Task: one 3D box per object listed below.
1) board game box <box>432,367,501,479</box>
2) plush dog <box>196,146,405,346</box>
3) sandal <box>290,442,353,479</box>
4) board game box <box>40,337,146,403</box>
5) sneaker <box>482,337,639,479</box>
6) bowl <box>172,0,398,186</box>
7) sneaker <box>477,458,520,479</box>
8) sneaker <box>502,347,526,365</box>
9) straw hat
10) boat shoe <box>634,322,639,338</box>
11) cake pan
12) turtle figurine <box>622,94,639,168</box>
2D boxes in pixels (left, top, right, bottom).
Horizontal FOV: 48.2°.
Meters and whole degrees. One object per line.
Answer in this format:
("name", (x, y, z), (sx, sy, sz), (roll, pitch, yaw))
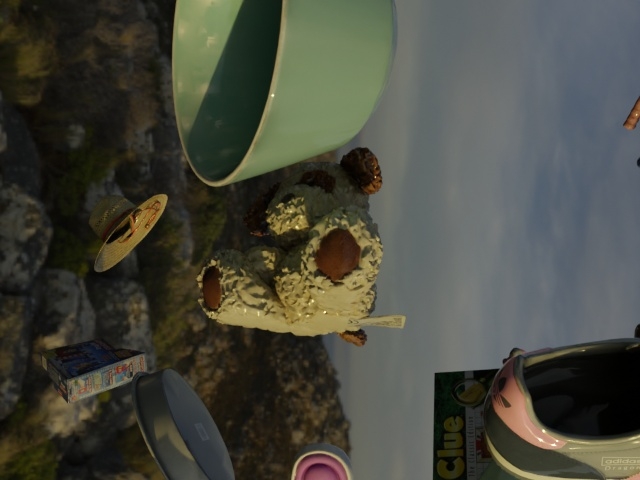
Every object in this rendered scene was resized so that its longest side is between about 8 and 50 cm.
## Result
("board game box", (0.228, 0.296, 1.019), (0.260, 0.136, 0.030), (-80, 155, -46))
("plush dog", (0.000, 0.000, 0.899), (0.210, 0.262, 0.225), (31, 52, -43))
("sandal", (-0.002, 0.605, 1.409), (0.102, 0.169, 0.416), (-55, 138, -76))
("board game box", (-0.503, 0.283, 1.608), (0.194, 0.194, 0.060), (18, -69, 51))
("sneaker", (0.283, 0.121, 0.528), (0.131, 0.319, 0.112), (70, 14, -53))
("bowl", (-0.034, -0.209, 0.752), (0.311, 0.163, 0.312), (-2, -93, 60))
("sneaker", (0.155, 0.319, 0.865), (0.256, 0.151, 0.094), (-49, -178, -26))
("sneaker", (0.372, 0.241, 1.378), (0.057, 0.047, 0.119), (34, -22, 41))
("straw hat", (-0.285, -0.029, 0.997), (0.144, 0.061, 0.144), (-50, 177, -4))
("boat shoe", (0.646, 0.263, 1.372), (0.068, 0.081, 0.228), (-31, -132, 60))
("cake pan", (-0.240, 0.355, 1.292), (0.293, 0.054, 0.293), (60, -1, 2))
("turtle figurine", (0.490, -0.185, 0.772), (0.274, 0.197, 0.266), (1, -101, 66))
